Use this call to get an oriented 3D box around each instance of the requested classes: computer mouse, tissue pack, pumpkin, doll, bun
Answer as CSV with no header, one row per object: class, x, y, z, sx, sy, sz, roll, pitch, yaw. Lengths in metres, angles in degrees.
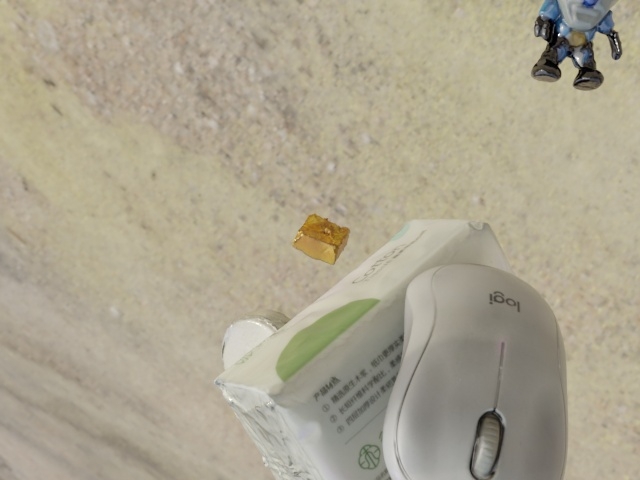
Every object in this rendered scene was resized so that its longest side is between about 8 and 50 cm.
computer mouse,0.162,0.133,0.960,0.184,0.296,0.121,21,134,-3
tissue pack,0.093,0.169,1.175,0.194,0.356,0.266,-1,123,61
pumpkin,0.000,0.000,1.604,0.083,0.074,0.054,25,127,10
doll,0.231,-0.230,0.846,0.096,0.195,0.070,12,178,-7
bun,-0.065,0.160,1.382,0.138,0.094,0.138,7,103,32
